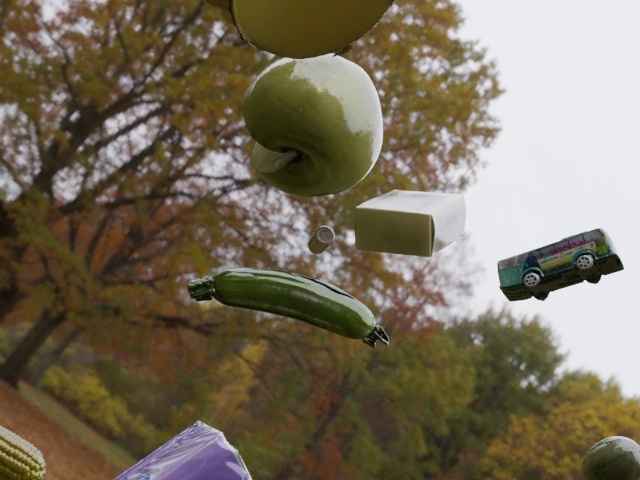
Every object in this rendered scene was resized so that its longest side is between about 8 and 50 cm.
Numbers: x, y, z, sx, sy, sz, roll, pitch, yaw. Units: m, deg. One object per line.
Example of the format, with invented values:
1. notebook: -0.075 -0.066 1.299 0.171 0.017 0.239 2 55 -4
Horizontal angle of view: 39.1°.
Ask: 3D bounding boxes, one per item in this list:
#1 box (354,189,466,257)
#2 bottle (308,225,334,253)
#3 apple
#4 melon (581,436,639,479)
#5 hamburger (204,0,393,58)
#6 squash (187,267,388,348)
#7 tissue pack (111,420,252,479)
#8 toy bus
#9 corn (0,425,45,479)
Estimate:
1. box: 0.187 -0.038 1.842 0.168 0.095 0.212 8 16 25
2. bottle: 0.000 0.000 1.972 0.045 0.045 0.096 37 -18 -1
3. apple: -0.015 -0.232 1.784 0.292 0.254 0.292 18 -36 14
4. melon: 0.571 0.437 1.762 0.130 0.098 0.098 -35 -67 32
5. hamburger: -0.039 -0.419 1.396 0.261 0.302 0.186 24 32 -39
6. squash: -0.042 0.089 1.380 0.318 0.080 0.071 15 -52 -1
7. tissue pack: -0.270 0.514 1.588 0.160 0.338 0.242 -1 -62 59
8. toy bus: 0.518 0.058 1.963 0.261 0.109 0.091 -19 -38 20
9. corn: -0.808 0.475 2.127 0.363 0.120 0.120 37 -16 -19
